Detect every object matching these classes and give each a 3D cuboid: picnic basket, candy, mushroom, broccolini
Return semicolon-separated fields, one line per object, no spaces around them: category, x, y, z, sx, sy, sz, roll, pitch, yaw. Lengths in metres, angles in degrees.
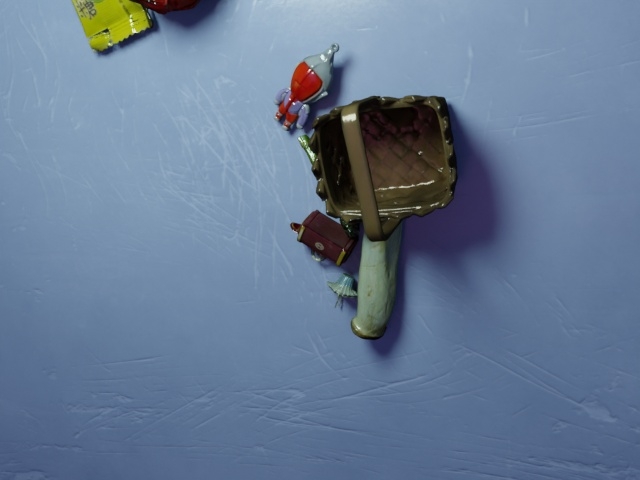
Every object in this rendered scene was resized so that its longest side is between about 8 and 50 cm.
picnic basket;0.119;-0.157;1.301;0.291;0.321;0.254;-6;106;21
candy;-0.505;-0.598;1.499;0.187;0.081;0.298;-16;99;22
mushroom;0.129;0.078;1.474;0.081;0.099;0.313;19;112;36
picnic basket;0.050;0.119;1.530;0.083;0.065;0.083;24;94;5
broccolini;0.027;-0.125;1.477;0.071;0.057;0.255;-28;84;47

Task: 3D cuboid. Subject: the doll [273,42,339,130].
doll;-0.028;-0.333;1.424;0.102;0.075;0.227;46;122;12

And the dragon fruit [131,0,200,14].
dragon fruit;-0.300;-0.575;1.377;0.292;0.234;0.234;14;110;-9

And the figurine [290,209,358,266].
figurine;-0.001;0.000;1.515;0.154;0.082;0.098;30;131;8
